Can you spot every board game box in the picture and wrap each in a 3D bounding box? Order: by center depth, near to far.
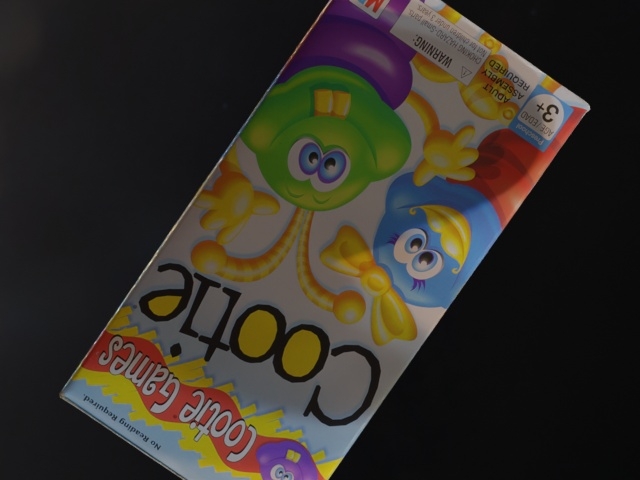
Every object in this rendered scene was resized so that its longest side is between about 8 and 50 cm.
[{"bbox_3d":[0.000,0.000,0.699,0.275,0.142,0.144,-56,-177,3],"label":"board game box"}]
